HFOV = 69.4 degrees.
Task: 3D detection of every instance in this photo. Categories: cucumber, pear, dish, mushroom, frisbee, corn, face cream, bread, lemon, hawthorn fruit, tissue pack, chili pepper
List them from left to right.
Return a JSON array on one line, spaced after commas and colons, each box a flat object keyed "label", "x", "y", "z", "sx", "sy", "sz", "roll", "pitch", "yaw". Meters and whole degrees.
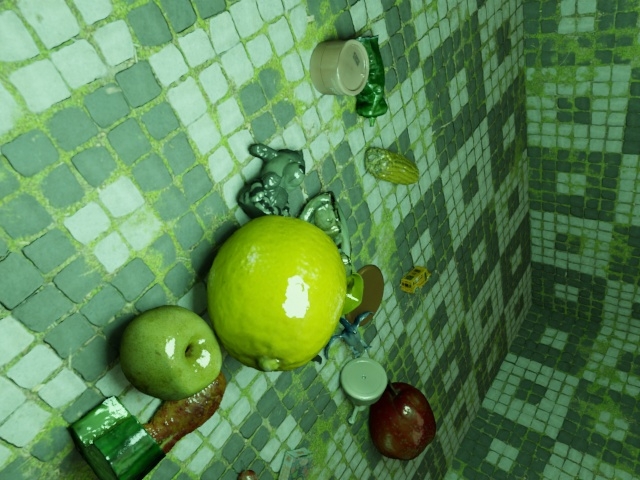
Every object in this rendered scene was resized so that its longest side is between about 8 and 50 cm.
[{"label": "cucumber", "x": -0.425, "y": 0.444, "z": 0.984, "sx": 0.130, "sy": 0.191, "sz": 0.191, "roll": -42, "pitch": 132, "yaw": -34}, {"label": "pear", "x": -0.339, "y": 0.247, "z": 1.023, "sx": 0.229, "sy": 0.211, "sz": 0.188, "roll": 55, "pitch": 41, "yaw": -30}, {"label": "bread", "x": -0.345, "y": 0.434, "z": 1.160, "sx": 0.269, "sy": 0.095, "sz": 0.139, "roll": -44, "pitch": 125, "yaw": -27}, {"label": "hawthorn fruit", "x": -0.226, "y": 0.728, "z": 1.433, "sx": 0.066, "sy": 0.066, "sz": 0.103, "roll": -7, "pitch": 92, "yaw": -49}, {"label": "lemon", "x": -0.107, "y": 0.144, "z": 1.101, "sx": 0.364, "sy": 0.364, "sz": 0.365, "roll": -20, "pitch": 117, "yaw": -45}, {"label": "tissue pack", "x": -0.093, "y": 0.811, "z": 1.617, "sx": 0.108, "sy": 0.060, "sz": 0.148, "roll": 18, "pitch": 87, "yaw": -52}, {"label": "mushroom", "x": 0.001, "y": -0.001, "z": 1.378, "sx": 0.189, "sy": 0.163, "sz": 0.267, "roll": 50, "pitch": 25, "yaw": -72}, {"label": "face cream", "x": 0.055, "y": -0.490, "z": 1.315, "sx": 0.149, "sy": 0.104, "sz": 0.149, "roll": -21, "pitch": 118, "yaw": -45}, {"label": "dish", "x": 0.069, "y": 0.167, "z": 1.578, "sx": 0.149, "sy": 0.080, "sz": 0.208, "roll": -59, "pitch": 140, "yaw": -12}, {"label": "frisbee", "x": 0.172, "y": 0.213, "z": 1.766, "sx": 0.250, "sy": 0.021, "sz": 0.251, "roll": -21, "pitch": 118, "yaw": -44}, {"label": "chili pepper", "x": 0.152, "y": -0.492, "z": 1.443, "sx": 0.136, "sy": 0.099, "sz": 0.271, "roll": -56, "pitch": 138, "yaw": -60}, {"label": "corn", "x": 0.261, "y": -0.256, "z": 1.643, "sx": 0.317, "sy": 0.115, "sz": 0.115, "roll": 5, "pitch": 98, "yaw": -51}, {"label": "hawthorn fruit", "x": 0.332, "y": 0.736, "z": 1.954, "sx": 0.284, "sy": 0.284, "sz": 0.369, "roll": -34, "pitch": 118, "yaw": -39}]

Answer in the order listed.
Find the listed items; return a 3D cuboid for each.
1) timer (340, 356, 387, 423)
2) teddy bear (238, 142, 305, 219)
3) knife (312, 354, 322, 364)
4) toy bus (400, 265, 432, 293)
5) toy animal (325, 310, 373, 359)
[{"label": "timer", "x": 0.161, "y": 0.603, "z": 1.809, "sx": 0.175, "sy": 0.175, "sz": 0.266, "roll": -41, "pitch": 147, "yaw": -34}, {"label": "teddy bear", "x": -0.119, "y": -0.158, "z": 1.195, "sx": 0.171, "sy": 0.144, "sz": 0.251, "roll": 28, "pitch": 77, "yaw": -36}, {"label": "knife", "x": -0.058, "y": 0.408, "z": 1.553, "sx": 0.222, "sy": 0.021, "sz": 0.046, "roll": 10, "pitch": 97, "yaw": -52}, {"label": "toy bus", "x": 0.416, "y": 0.163, "z": 2.003, "sx": 0.162, "sy": 0.069, "sz": 0.074, "roll": -33, "pitch": 124, "yaw": -38}, {"label": "toy animal", "x": 0.107, "y": 0.321, "z": 1.628, "sx": 0.239, "sy": 0.255, "sz": 0.176, "roll": -35, "pitch": 92, "yaw": -14}]
